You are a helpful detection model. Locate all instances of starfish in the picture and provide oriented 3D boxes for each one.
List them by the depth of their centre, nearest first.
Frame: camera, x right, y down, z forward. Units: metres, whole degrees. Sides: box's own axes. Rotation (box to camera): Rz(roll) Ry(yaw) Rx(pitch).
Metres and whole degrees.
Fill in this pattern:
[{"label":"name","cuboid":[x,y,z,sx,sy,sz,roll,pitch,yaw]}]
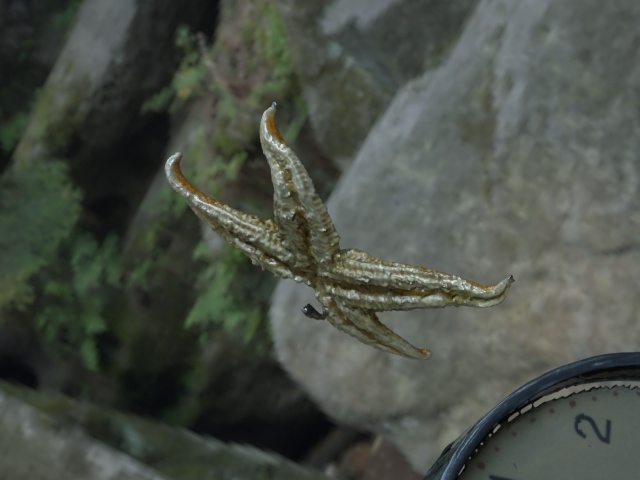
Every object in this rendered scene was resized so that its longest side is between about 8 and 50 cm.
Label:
[{"label":"starfish","cuboid":[0.000,0.001,1.126,0.050,0.247,0.138,-57,2,-40]}]

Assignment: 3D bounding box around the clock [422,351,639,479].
[{"label":"clock","cuboid":[0.235,0.257,1.074,0.076,0.386,0.386,115,-179,-61]}]
